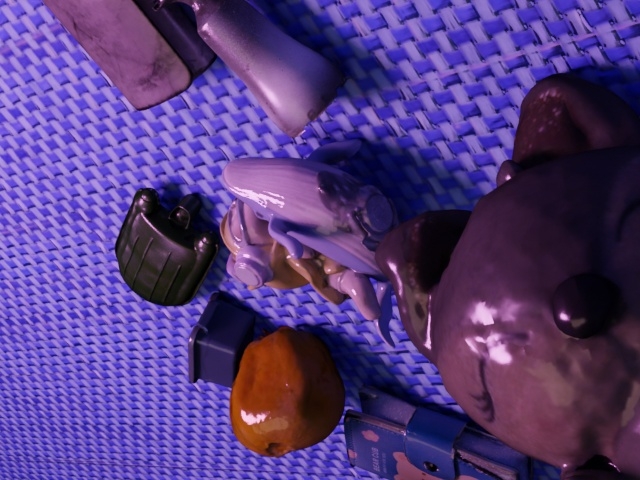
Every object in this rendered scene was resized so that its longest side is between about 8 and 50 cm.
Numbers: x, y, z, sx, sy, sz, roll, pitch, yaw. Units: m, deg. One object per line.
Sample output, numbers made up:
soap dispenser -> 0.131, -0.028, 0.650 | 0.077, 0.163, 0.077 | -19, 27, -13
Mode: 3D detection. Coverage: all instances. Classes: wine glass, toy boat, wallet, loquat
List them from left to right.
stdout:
toy boat -> -0.166, 0.017, 1.268 | 0.104, 0.052, 0.210 | 33, 147, 0
wine glass -> -0.055, -0.156, 0.949 | 0.155, 0.072, 0.072 | 42, 145, -11
loquat -> -0.039, 0.156, 1.260 | 0.113, 0.137, 0.137 | 13, 160, -35
wallet -> 0.125, 0.230, 1.271 | 0.202, 0.059, 0.141 | 21, 149, 22

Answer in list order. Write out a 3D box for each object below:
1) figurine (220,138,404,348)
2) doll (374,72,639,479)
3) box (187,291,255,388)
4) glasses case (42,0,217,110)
figurine -> 0.000, 0.000, 1.044 | 0.208, 0.128, 0.183 | 40, 148, -15
doll -> 0.216, 0.098, 0.839 | 0.382, 0.252, 0.379 | 51, 171, 25
box -> -0.106, 0.113, 1.317 | 0.054, 0.074, 0.099 | 18, 143, 8
glasses case -> -0.213, -0.240, 0.988 | 0.114, 0.060, 0.299 | -15, 122, 49
